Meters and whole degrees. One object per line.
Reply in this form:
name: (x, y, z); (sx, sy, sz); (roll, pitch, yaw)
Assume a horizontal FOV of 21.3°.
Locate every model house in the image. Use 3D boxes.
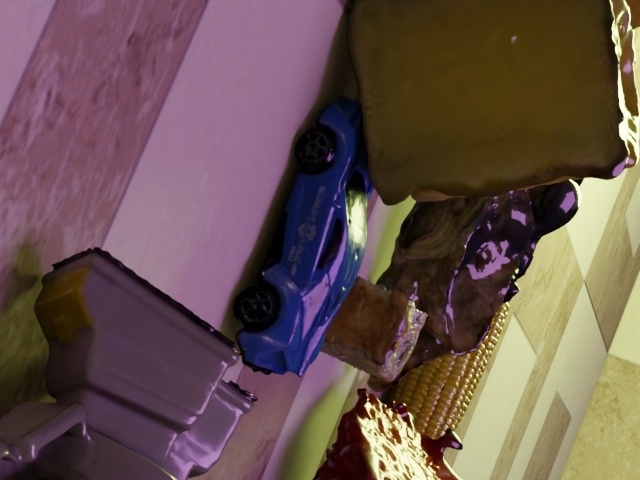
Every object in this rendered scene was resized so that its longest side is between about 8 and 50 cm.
model house: (0.145, -0.106, 1.300); (0.234, 0.193, 0.175); (23, 60, -73)

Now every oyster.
oyster: (0.155, -0.018, 1.565); (0.361, 0.096, 0.221); (-48, 138, -15)

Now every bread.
bread: (0.039, 0.073, 1.427); (0.070, 0.083, 0.077); (-64, 162, -9)

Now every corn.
corn: (0.126, 0.139, 1.770); (0.081, 0.081, 0.248); (76, 37, -61)

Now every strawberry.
strawberry: (0.042, 0.263, 1.550); (0.178, 0.234, 0.234); (-34, 172, 17)

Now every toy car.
toy car: (0.000, 0.000, 1.253); (0.216, 0.063, 0.103); (-68, 163, -5)

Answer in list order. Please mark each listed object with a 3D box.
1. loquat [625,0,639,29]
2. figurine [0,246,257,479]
loquat: (0.245, -0.281, 1.461); (0.213, 0.213, 0.213); (-57, 159, -37)
figurine: (-0.139, 0.166, 0.883); (0.308, 0.143, 0.309); (-11, 103, -61)
